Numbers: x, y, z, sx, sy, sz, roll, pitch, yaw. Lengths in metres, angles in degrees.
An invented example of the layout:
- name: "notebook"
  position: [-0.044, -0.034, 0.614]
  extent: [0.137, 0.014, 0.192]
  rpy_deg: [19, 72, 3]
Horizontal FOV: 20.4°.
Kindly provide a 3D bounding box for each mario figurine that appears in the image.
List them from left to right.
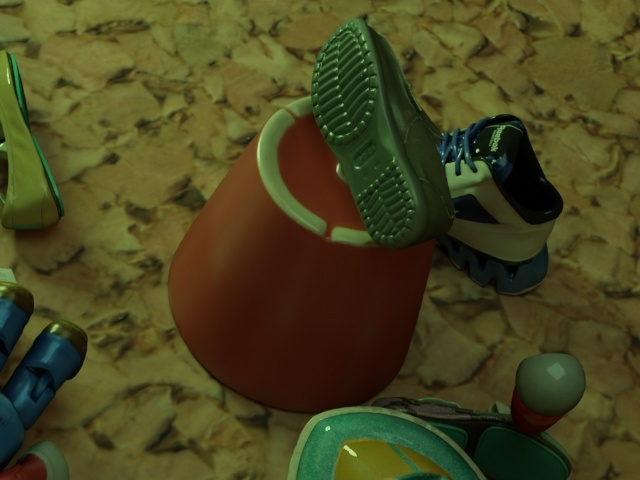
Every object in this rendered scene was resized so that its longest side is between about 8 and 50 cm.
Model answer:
- name: "mario figurine"
  position: [-0.349, 0.197, 1.627]
  extent: [0.198, 0.170, 0.320]
  rpy_deg: [18, 55, 14]

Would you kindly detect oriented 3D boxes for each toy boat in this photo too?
- name: "toy boat"
  position: [0.124, 0.226, 1.701]
  extent: [0.318, 0.148, 0.267]
  rpy_deg: [-41, 77, -16]

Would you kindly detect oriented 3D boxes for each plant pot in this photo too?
- name: "plant pot"
  position: [0.000, 0.000, 1.823]
  extent: [0.275, 0.243, 0.275]
  rpy_deg: [10, 50, -13]

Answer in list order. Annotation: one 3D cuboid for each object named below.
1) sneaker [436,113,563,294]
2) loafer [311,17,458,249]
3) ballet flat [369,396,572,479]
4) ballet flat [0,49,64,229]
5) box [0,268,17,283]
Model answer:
- name: "sneaker"
  position: [0.140, -0.083, 1.978]
  extent: [0.315, 0.182, 0.127]
  rpy_deg: [26, 48, 2]
- name: "loafer"
  position: [0.063, -0.099, 1.717]
  extent: [0.087, 0.094, 0.251]
  rpy_deg: [10, 56, -44]
- name: "ballet flat"
  position: [0.154, 0.197, 1.842]
  extent: [0.221, 0.077, 0.079]
  rpy_deg: [12, 31, -10]
- name: "ballet flat"
  position: [-0.337, -0.109, 1.902]
  extent: [0.073, 0.080, 0.232]
  rpy_deg: [-16, 57, -11]
- name: "box"
  position: [-0.437, 0.061, 1.681]
  extent: [0.324, 0.063, 0.067]
  rpy_deg: [3, 44, -38]
